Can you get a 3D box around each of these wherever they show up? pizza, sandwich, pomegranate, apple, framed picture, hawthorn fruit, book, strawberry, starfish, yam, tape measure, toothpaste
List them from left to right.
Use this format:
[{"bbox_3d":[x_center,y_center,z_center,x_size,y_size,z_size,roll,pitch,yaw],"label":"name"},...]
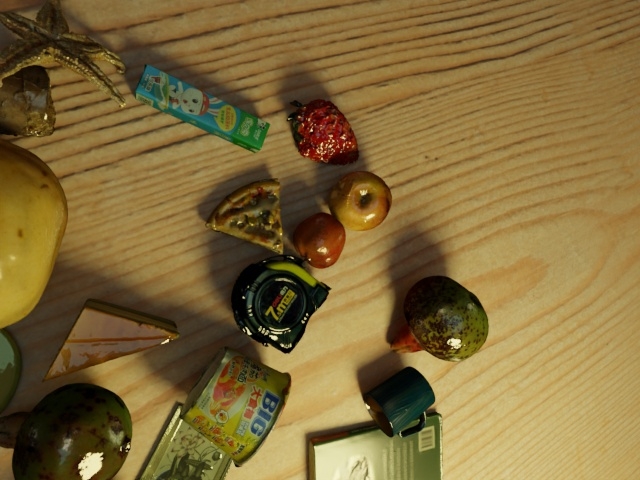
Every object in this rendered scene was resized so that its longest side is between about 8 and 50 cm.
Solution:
[{"bbox_3d":[-0.545,-0.004,0.641,0.333,0.333,0.331,-1,91,-22],"label":"pomegranate"},{"bbox_3d":[-0.573,-0.249,0.725,0.239,0.128,0.129,3,124,-17],"label":"yam"},{"bbox_3d":[-0.452,0.345,0.760,0.248,0.202,0.201,2,90,4],"label":"pomegranate"},{"bbox_3d":[-0.440,-0.321,0.748,0.231,0.048,0.294,26,38,-30],"label":"starfish"},{"bbox_3d":[-0.384,0.203,0.817,0.188,0.117,0.144,23,85,-23],"label":"sandwich"},{"bbox_3d":[-0.279,0.483,0.921,0.173,0.010,0.231,28,81,-20],"label":"framed picture"},{"bbox_3d":[-0.240,-0.268,0.899,0.267,0.050,0.065,22,80,-22],"label":"toothpaste"},{"bbox_3d":[-0.143,-0.038,0.918,0.185,0.036,0.176,-25,72,-14],"label":"pizza"},{"bbox_3d":[-0.096,0.123,0.936,0.186,0.112,0.199,42,71,-25],"label":"tape measure"},{"bbox_3d":[0.000,0.000,0.971,0.128,0.128,0.127,-1,91,-22],"label":"hawthorn fruit"},{"bbox_3d":[0.013,-0.245,0.985,0.140,0.085,0.192,-33,105,-20],"label":"strawberry"},{"bbox_3d":[0.095,-0.090,0.997,0.147,0.146,0.146,-1,91,-22],"label":"apple"},{"bbox_3d":[0.150,0.590,1.084,0.372,0.043,0.259,-1,89,-23],"label":"book"},{"bbox_3d":[0.273,0.205,1.061,0.248,0.214,0.214,-35,107,21],"label":"pomegranate"}]

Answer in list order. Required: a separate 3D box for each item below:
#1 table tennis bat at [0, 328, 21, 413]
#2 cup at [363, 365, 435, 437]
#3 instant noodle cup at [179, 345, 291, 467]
[{"bbox_3d":[-0.669,0.298,0.740,0.224,0.054,0.368,19,81,-28],"label":"table tennis bat"},{"bbox_3d":[0.196,0.400,1.067,0.138,0.113,0.150,-27,130,-21],"label":"cup"},{"bbox_3d":[-0.174,0.317,0.874,0.153,0.205,0.204,37,78,-8],"label":"instant noodle cup"}]
